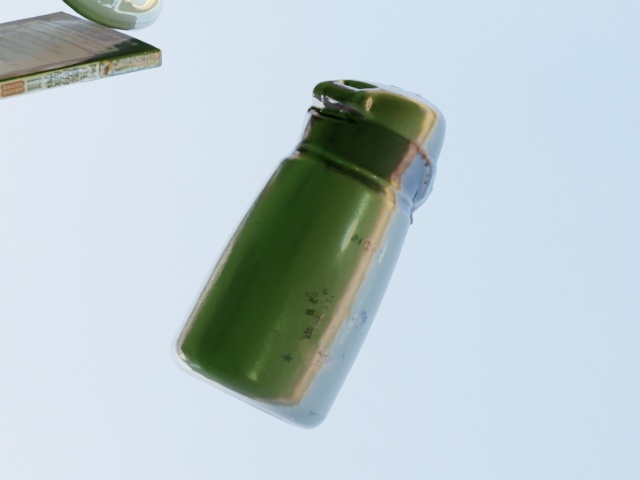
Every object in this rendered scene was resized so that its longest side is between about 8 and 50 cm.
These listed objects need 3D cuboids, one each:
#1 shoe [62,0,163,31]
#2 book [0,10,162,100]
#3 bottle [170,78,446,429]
[{"bbox_3d":[-0.248,-0.316,1.631,0.110,0.265,0.095,-10,-128,47],"label":"shoe"},{"bbox_3d":[-0.335,-0.197,1.676,0.264,0.027,0.202,-18,-151,-38],"label":"book"},{"bbox_3d":[0.001,0.000,1.501,0.168,0.168,0.347,24,-98,28],"label":"bottle"}]
